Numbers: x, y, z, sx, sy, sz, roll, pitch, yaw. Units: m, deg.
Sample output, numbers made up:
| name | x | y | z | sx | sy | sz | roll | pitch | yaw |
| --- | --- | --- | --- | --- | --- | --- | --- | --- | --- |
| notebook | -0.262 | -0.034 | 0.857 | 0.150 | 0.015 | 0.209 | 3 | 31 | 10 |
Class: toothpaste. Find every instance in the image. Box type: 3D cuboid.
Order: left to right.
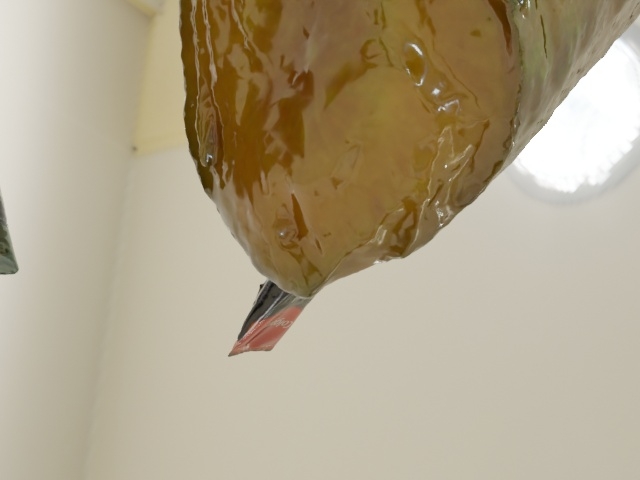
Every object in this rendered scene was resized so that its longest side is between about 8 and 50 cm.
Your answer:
| name | x | y | z | sx | sy | sz | roll | pitch | yaw |
| --- | --- | --- | --- | --- | --- | --- | --- | --- | --- |
| toothpaste | -0.313 | -0.031 | 1.509 | 0.233 | 0.060 | 0.038 | -113 | -144 | -56 |
| toothpaste | 0.000 | 0.000 | 1.138 | 0.045 | 0.071 | 0.193 | 35 | -78 | 20 |

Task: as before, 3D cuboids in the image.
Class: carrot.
| name | x | y | z | sx | sy | sz | roll | pitch | yaw |
| --- | --- | --- | --- | --- | --- | --- | --- | --- | --- |
| carrot | 0.052 | -0.158 | 0.932 | 0.241 | 0.241 | 0.340 | 12 | -141 | 33 |
